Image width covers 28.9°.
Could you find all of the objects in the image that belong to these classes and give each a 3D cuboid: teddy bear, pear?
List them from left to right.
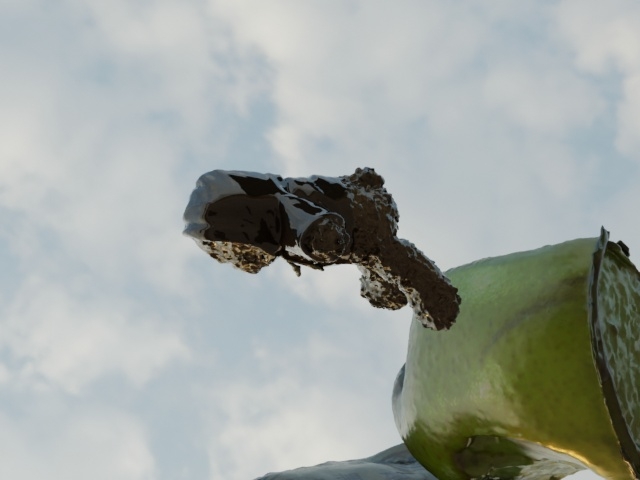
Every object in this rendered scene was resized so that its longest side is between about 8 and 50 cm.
[{"bbox_3d":[0.005,-0.008,0.688,0.160,0.119,0.078,18,-86,-25],"label":"teddy bear"},{"bbox_3d":[0.151,0.113,0.950,0.238,0.255,0.164,38,-125,-45],"label":"pear"}]

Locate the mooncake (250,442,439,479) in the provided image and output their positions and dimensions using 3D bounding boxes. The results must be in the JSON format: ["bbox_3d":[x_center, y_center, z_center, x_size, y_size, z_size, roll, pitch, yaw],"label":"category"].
[{"bbox_3d":[0.023,0.288,1.040,0.250,0.254,0.136,-6,-53,-24],"label":"mooncake"}]
